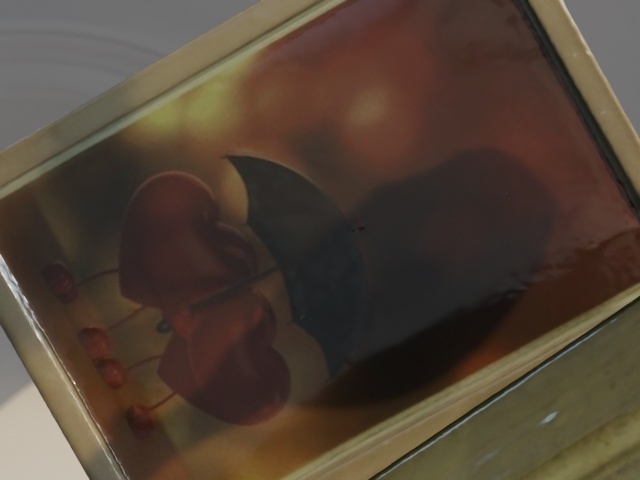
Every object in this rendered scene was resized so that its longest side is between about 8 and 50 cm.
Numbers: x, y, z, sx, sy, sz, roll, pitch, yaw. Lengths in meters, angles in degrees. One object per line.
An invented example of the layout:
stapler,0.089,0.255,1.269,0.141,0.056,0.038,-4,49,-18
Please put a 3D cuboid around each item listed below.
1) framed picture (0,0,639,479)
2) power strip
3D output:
framed picture,0.000,0.000,0.596,0.211,0.289,0.020,61,5,-2
power strip,0.034,0.121,0.464,0.387,0.066,0.092,-36,-53,21
